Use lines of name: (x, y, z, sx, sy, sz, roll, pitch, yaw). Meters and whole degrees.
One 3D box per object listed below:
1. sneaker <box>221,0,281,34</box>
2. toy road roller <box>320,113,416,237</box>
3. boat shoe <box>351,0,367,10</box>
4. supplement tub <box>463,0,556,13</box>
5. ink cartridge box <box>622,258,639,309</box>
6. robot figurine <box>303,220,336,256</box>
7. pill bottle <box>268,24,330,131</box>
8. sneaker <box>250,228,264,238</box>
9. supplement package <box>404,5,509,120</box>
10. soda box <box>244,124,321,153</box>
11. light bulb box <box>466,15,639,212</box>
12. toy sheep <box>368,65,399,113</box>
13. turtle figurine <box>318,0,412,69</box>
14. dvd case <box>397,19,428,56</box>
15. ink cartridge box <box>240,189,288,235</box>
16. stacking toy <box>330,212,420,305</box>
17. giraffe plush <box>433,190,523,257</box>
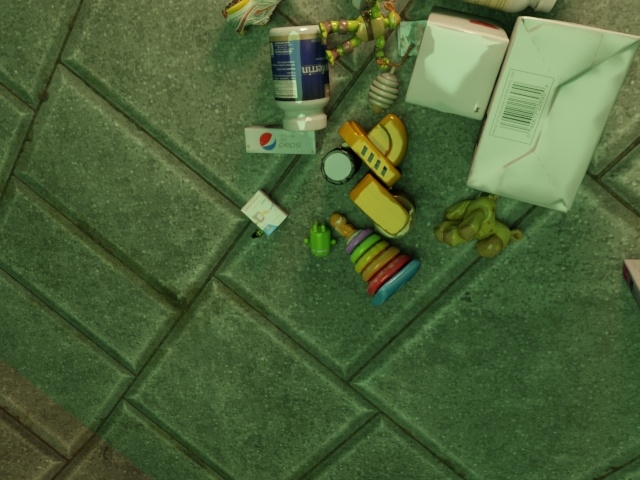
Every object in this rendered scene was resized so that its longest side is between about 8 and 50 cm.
sneaker: (-0.150, -0.632, 1.412, 0.225, 0.088, 0.093, -18, 126, 23)
toy road roller: (0.174, -0.194, 1.426, 0.329, 0.202, 0.240, 45, 106, -3)
boat shoe: (0.118, -0.724, 1.264, 0.104, 0.113, 0.306, 28, 124, 14)
supplement tub: (0.378, -0.641, 1.150, 0.324, 0.235, 0.236, 19, 116, 8)
ink cartridge box: (0.874, 0.134, 1.282, 0.185, 0.311, 0.065, 0, 111, 18)
robot figurine: (0.000, 0.000, 1.629, 0.101, 0.067, 0.115, 0, 113, 4)
pill bottle: (-0.052, -0.434, 1.415, 0.153, 0.153, 0.265, 2, 113, 16)
sneaker: (-0.190, -0.027, 1.693, 0.083, 0.035, 0.031, -32, 101, 26)
supplement package: (0.314, -0.420, 1.217, 0.177, 0.293, 0.175, 16, 122, 5)
soda box: (-0.109, -0.297, 1.537, 0.216, 0.069, 0.074, 4, 112, 15)
light bulb box: (0.497, -0.303, 1.186, 0.225, 0.361, 0.358, 17, 116, 11)
toy sheep: (0.170, -0.400, 1.398, 0.091, 0.091, 0.132, 21, 116, 8)
turtle figurine: (0.108, -0.535, 1.304, 0.217, 0.087, 0.270, -17, 143, 2)
dvd case: (0.260, -0.524, 1.360, 0.119, 0.013, 0.087, 3, 113, 17)
ink cartridge box: (-0.175, -0.087, 1.643, 0.122, 0.052, 0.088, 43, 100, -2)
stacking toy: (0.136, 0.029, 1.569, 0.302, 0.165, 0.175, 48, 162, 13)
giraffe plush: (0.448, -0.027, 1.450, 0.210, 0.181, 0.170, -45, 107, -7)
